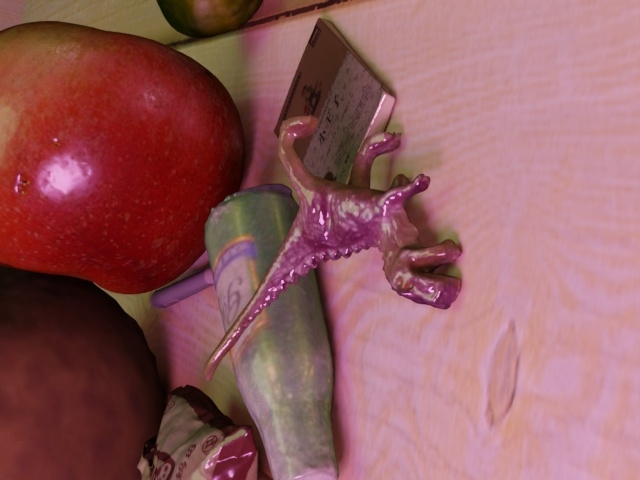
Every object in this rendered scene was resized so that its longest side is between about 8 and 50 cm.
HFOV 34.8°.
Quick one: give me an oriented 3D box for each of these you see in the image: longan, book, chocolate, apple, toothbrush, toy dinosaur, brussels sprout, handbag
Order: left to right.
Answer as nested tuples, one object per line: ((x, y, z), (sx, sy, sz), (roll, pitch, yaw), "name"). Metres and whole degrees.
((-0.390, 0.234, 1.231), (0.404, 0.436, 0.404), (11, 111, 32), "longan")
((-0.264, -0.089, 1.156), (0.348, 0.348, 0.277), (5, 80, 64), "apple")
((-0.124, 0.260, 0.990), (0.235, 0.127, 0.213), (-173, 91, -70), "handbag")
((-0.136, 0.050, 1.214), (0.342, 0.025, 0.030), (-18, 66, 60), "toothbrush")
((-0.130, -0.329, 1.214), (0.161, 0.143, 0.181), (102, -175, -50), "brussels sprout")
((-0.039, 0.091, 0.926), (0.110, 0.110, 0.291), (-54, 38, 41), "chocolate")
((-0.001, -0.002, 0.844), (0.251, 0.072, 0.200), (-10, 66, 23), "toy dinosaur")
((0.008, -0.121, 0.998), (0.138, 0.016, 0.199), (-66, 29, 24), "book")
